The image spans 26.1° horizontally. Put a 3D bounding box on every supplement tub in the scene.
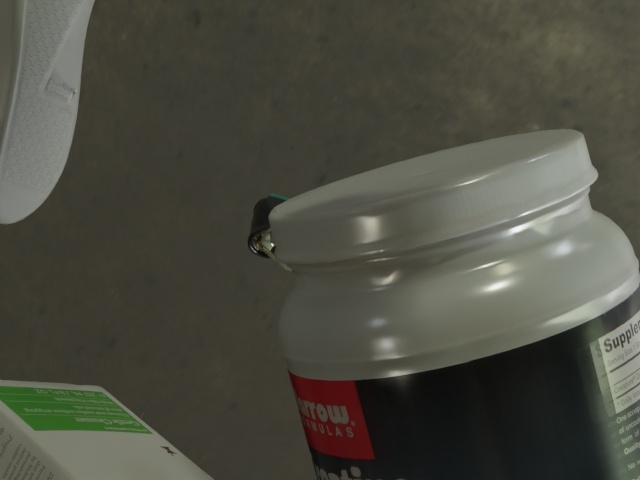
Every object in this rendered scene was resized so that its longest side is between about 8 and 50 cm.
[{"bbox_3d":[0.087,0.094,0.726,0.191,0.191,0.272,-17,98,-15],"label":"supplement tub"}]

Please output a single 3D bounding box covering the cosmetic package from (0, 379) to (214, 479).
[{"bbox_3d":[-0.185,0.283,1.267,0.366,0.197,0.155,31,100,33],"label":"cosmetic package"}]

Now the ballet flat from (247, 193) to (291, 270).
[{"bbox_3d":[0.000,0.000,1.241,0.074,0.203,0.074,-4,97,-38],"label":"ballet flat"}]

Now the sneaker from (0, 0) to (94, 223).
[{"bbox_3d":[-0.196,-0.164,0.755,0.147,0.295,0.104,27,28,15],"label":"sneaker"}]
